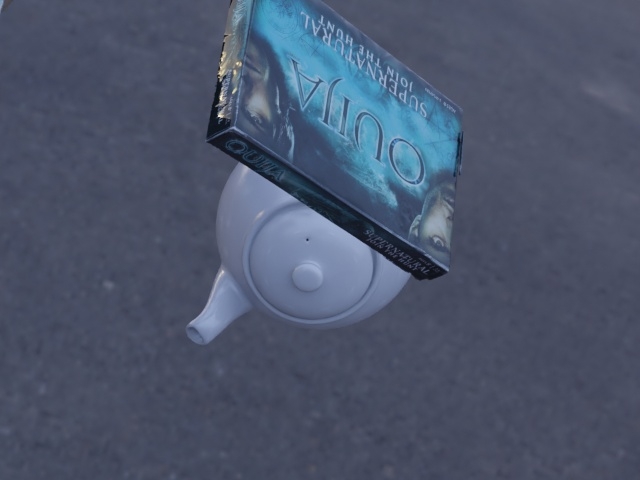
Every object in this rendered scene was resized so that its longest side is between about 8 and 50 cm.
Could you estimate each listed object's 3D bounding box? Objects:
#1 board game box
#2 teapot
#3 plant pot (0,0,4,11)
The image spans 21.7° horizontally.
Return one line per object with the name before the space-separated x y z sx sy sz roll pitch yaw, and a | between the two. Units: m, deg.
board game box | 0.015 -0.070 1.005 0.186 0.026 0.126 32 51 -35
teapot | 0.000 0.000 1.854 0.252 0.256 0.187 12 24 0
plant pot | -0.425 -0.287 1.391 0.248 0.252 0.247 56 18 -34
